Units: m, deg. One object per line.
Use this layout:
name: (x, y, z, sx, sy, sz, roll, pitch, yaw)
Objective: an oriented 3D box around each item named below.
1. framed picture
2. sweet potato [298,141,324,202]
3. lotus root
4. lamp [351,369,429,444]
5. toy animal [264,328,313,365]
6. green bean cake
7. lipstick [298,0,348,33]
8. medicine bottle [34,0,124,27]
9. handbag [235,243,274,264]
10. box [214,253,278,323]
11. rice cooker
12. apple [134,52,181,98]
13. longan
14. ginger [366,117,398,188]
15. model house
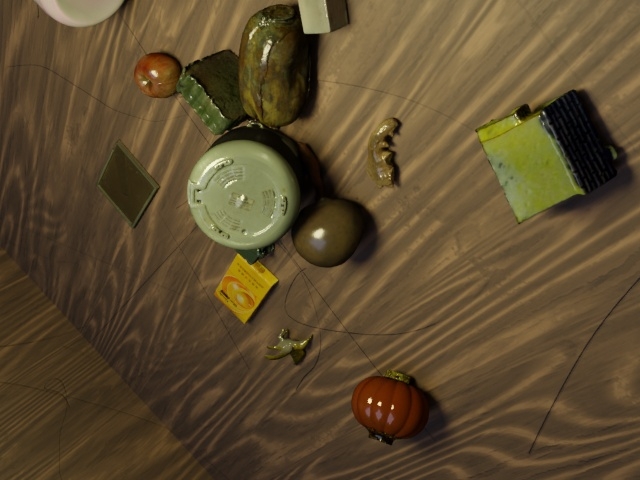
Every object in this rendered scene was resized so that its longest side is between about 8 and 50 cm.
framed picture: (-0.670, -0.188, 2.147, 0.211, 0.020, 0.289, 49, 139, 1)
sweet potato: (-0.018, -0.171, 1.589, 0.044, 0.044, 0.179, 2, 124, 39)
lotus root: (-0.105, -0.396, 1.419, 0.152, 0.160, 0.274, 51, 143, 37)
lamp: (0.195, 0.469, 1.754, 0.223, 0.196, 0.223, 16, 165, 4)
toy animal: (-0.099, 0.325, 1.984, 0.155, 0.219, 0.095, -47, 63, 12)
green bean cake: (-0.243, -0.363, 1.543, 0.181, 0.173, 0.094, 49, 140, 0)
lipstick: (-0.018, -0.610, 1.244, 0.076, 0.080, 0.371, 11, 124, 34)
medicine bottle: (-0.670, -0.726, 1.585, 0.325, 0.256, 0.256, 42, 138, 20)
handbag: (-0.218, -0.083, 1.796, 0.260, 0.079, 0.247, 45, 138, 4)
box: (-0.246, 0.152, 2.014, 0.152, 0.043, 0.269, 43, 137, 7)
rice cooker: (-0.178, -0.133, 1.547, 0.289, 0.277, 0.288, 0, 110, 1)
apple: (-0.443, -0.452, 1.703, 0.126, 0.102, 0.126, 22, 136, 23)
longan: (0.021, -0.021, 1.562, 0.189, 0.189, 0.189, 22, 131, 28)
ginger: (0.140, -0.199, 1.429, 0.070, 0.051, 0.173, 17, 131, 26)
model house: (0.424, -0.170, 1.173, 0.212, 0.170, 0.193, -26, 94, 19)
